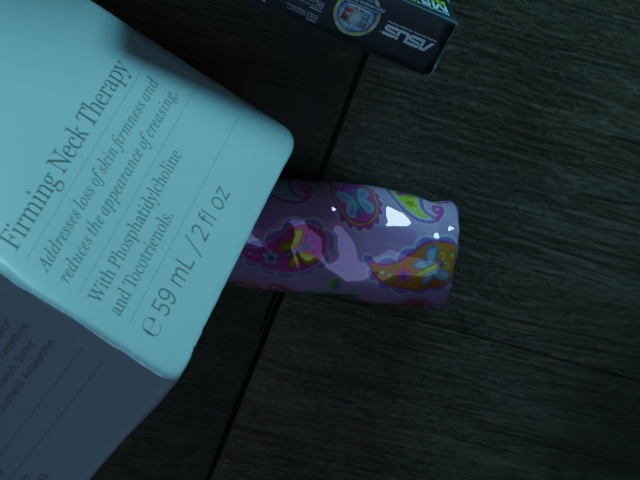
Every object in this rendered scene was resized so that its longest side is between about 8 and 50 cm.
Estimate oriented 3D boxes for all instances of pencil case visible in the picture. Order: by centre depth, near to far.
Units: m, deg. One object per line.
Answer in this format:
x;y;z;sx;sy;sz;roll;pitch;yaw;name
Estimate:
0.000;0.000;1.813;0.284;0.124;0.124;6;118;-8;pencil case

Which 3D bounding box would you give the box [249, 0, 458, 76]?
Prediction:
-0.020;-0.263;1.606;0.270;0.216;0.060;21;115;-17;box

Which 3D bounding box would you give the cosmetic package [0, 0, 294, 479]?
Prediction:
-0.301;-0.011;1.564;0.394;0.329;0.327;33;135;-9;cosmetic package
